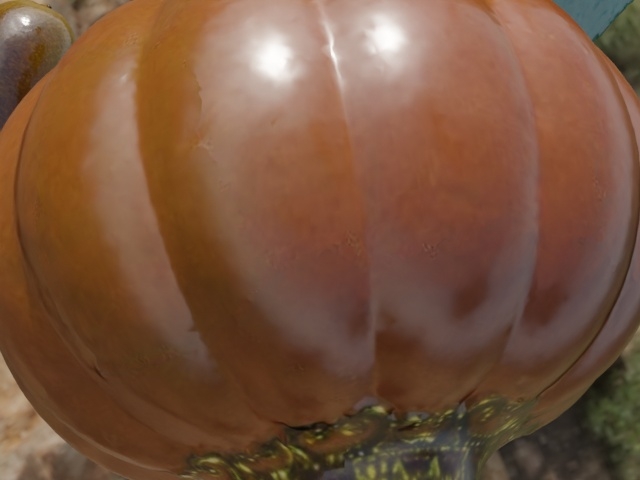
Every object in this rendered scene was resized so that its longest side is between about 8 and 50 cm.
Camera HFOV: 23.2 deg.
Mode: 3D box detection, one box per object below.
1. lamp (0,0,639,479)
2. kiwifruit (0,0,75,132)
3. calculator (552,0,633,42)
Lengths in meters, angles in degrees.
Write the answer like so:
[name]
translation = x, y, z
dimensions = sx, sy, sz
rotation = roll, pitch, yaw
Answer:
[lamp]
translation = 0.000, 0.000, 0.506
dimensions = 0.223, 0.223, 0.196
rotation = 6, 66, -39
[kiwifruit]
translation = -0.200, -0.095, 1.002
dimensions = 0.075, 0.075, 0.124
rotation = 22, 92, -31
[calculator]
translation = 0.121, -0.216, 0.633
dimensions = 0.274, 0.058, 0.248
rotation = -49, 141, -13
